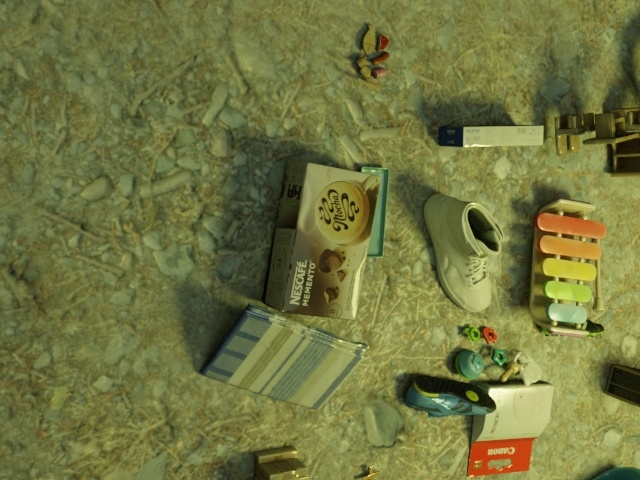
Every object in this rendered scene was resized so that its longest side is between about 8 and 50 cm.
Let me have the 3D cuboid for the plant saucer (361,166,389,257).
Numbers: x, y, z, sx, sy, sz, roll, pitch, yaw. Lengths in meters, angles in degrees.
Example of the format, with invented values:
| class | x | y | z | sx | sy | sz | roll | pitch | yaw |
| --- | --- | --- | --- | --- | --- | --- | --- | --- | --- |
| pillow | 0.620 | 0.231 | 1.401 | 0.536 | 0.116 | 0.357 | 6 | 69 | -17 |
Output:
| class | x | y | z | sx | sy | sz | roll | pitch | yaw |
| --- | --- | --- | --- | --- | --- | --- | --- | --- | --- |
| plant saucer | 0.107 | -0.059 | 1.756 | 0.067 | 0.018 | 0.192 | 1 | 97 | -24 |

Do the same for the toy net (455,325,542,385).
| class | x | y | z | sx | sy | sz | roll | pitch | yaw |
| --- | --- | --- | --- | --- | --- | --- | --- | --- | --- |
| toy net | 0.417 | 0.274 | 1.932 | 0.232 | 0.045 | 0.122 | 16 | 64 | -28 |

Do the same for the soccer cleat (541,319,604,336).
| class | x | y | z | sx | sy | sz | roll | pitch | yaw |
| --- | --- | --- | --- | --- | --- | --- | --- | --- | --- |
| soccer cleat | 0.610 | 0.196 | 1.995 | 0.179 | 0.060 | 0.072 | 5 | 83 | -24 |

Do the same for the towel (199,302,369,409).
| class | x | y | z | sx | sy | sz | roll | pitch | yaw |
| --- | --- | --- | --- | --- | --- | --- | --- | --- | --- |
| towel | -0.070 | 0.239 | 1.668 | 0.285 | 0.034 | 0.209 | 22 | 122 | -24 |

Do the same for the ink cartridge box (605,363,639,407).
| class | x | y | z | sx | sy | sz | roll | pitch | yaw |
| --- | --- | --- | --- | --- | --- | --- | --- | --- | --- |
| ink cartridge box | 0.864 | 0.386 | 2.058 | 0.235 | 0.193 | 0.088 | 16 | 91 | -24 |

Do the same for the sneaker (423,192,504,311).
| class | x | y | z | sx | sy | sz | roll | pitch | yaw |
| --- | --- | --- | --- | --- | --- | --- | --- | --- | --- |
| sneaker | 0.328 | 0.042 | 1.787 | 0.108 | 0.169 | 0.292 | -32 | 110 | -19 |

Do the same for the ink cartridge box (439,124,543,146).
| class | x | y | z | sx | sy | sz | roll | pitch | yaw |
| --- | --- | --- | --- | --- | --- | --- | --- | --- | --- |
| ink cartridge box | 0.371 | -0.228 | 1.804 | 0.207 | 0.097 | 0.046 | -4 | 99 | -24 |

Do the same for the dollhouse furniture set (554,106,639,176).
| class | x | y | z | sx | sy | sz | roll | pitch | yaw |
| --- | --- | --- | --- | --- | --- | --- | --- | --- | --- |
| dollhouse furniture set | 0.679 | -0.214 | 1.884 | 0.242 | 0.212 | 0.160 | -16 | 104 | -49 |

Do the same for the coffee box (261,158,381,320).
| class | x | y | z | sx | sy | sz | roll | pitch | yaw |
| --- | --- | --- | --- | --- | --- | --- | --- | --- | --- |
| coffee box | 0.000 | 0.000 | 1.661 | 0.168 | 0.119 | 0.297 | 9 | 93 | -25 |

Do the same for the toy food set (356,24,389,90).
| class | x | y | z | sx | sy | sz | roll | pitch | yaw |
| --- | --- | --- | --- | --- | --- | --- | --- | --- | --- |
| toy food set | 0.110 | -0.374 | 1.712 | 0.078 | 0.019 | 0.122 | 20 | 82 | -25 |

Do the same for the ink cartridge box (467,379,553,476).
| class | x | y | z | sx | sy | sz | roll | pitch | yaw |
| --- | --- | --- | --- | --- | --- | --- | --- | --- | --- |
| ink cartridge box | 0.449 | 0.448 | 1.962 | 0.189 | 0.066 | 0.232 | 2 | 93 | -24 |

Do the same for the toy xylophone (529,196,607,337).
| class | x | y | z | sx | sy | sz | roll | pitch | yaw |
| --- | --- | --- | --- | --- | --- | --- | --- | --- | --- |
| toy xylophone | 0.586 | 0.063 | 1.930 | 0.236 | 0.081 | 0.322 | -1 | 87 | -25 |

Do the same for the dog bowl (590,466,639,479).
| class | x | y | z | sx | sy | sz | roll | pitch | yaw |
| --- | --- | --- | --- | --- | --- | --- | --- | --- | --- |
| dog bowl | 0.693 | 0.655 | 2.046 | 0.297 | 0.166 | 0.074 | -26 | 96 | -18 |

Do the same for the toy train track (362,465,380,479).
| class | x | y | z | sx | sy | sz | roll | pitch | yaw |
| --- | --- | --- | --- | --- | --- | --- | --- | --- | --- |
| toy train track | 0.111 | 0.538 | 1.848 | 0.048 | 0.014 | 0.083 | -13 | 108 | -29 |

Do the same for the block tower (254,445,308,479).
| class | x | y | z | sx | sy | sz | roll | pitch | yaw |
| --- | --- | --- | --- | --- | --- | --- | --- | --- | --- |
| block tower | -0.084 | 0.608 | 1.728 | 0.091 | 0.097 | 0.335 | -3 | 98 | -24 |

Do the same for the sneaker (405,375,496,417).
| class | x | y | z | sx | sy | sz | roll | pitch | yaw |
| --- | --- | --- | --- | --- | --- | --- | --- | --- | --- |
| sneaker | 0.290 | 0.364 | 1.867 | 0.209 | 0.069 | 0.082 | 14 | 121 | -14 |
